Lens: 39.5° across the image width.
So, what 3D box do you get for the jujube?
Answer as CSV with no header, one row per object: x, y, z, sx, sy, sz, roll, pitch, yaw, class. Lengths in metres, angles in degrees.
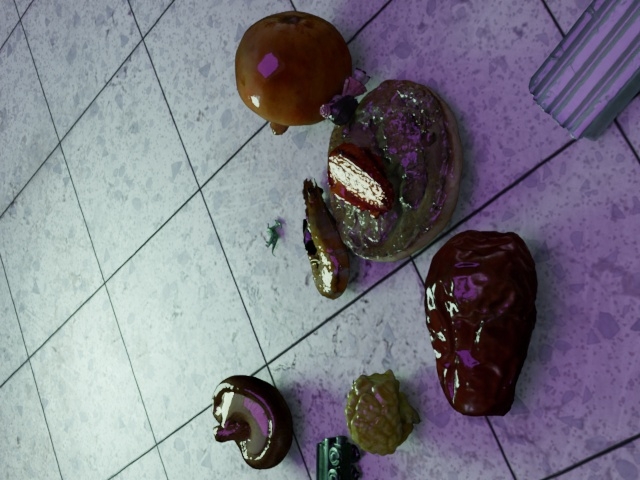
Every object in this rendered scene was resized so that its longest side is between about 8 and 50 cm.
0.291,0.154,1.623,0.216,0.216,0.342,8,106,43,jujube

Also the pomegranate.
-0.064,-0.353,1.923,0.229,0.252,0.270,46,140,44,pomegranate

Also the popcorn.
0.114,0.341,1.804,0.142,0.173,0.174,-17,77,33,popcorn

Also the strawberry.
0.089,-0.117,1.777,0.188,0.082,0.121,43,139,32,strawberry

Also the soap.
0.487,-0.312,1.513,0.150,0.094,0.261,51,120,25,soap

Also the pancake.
0.145,-0.141,1.827,0.387,0.082,0.387,-11,75,45,pancake

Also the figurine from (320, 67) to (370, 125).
0.056,-0.299,1.863,0.054,0.072,0.129,36,90,36,figurine

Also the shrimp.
0.000,0.000,1.981,0.152,0.063,0.287,120,139,-53,shrimp

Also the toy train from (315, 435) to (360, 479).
0.029,0.505,1.933,0.111,0.071,0.171,0,89,50,toy train

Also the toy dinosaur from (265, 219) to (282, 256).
-0.105,-0.008,2.101,0.062,0.021,0.083,-46,58,17,toy dinosaur

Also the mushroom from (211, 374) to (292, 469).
-0.145,0.411,2.063,0.194,0.138,0.231,-37,75,21,mushroom
